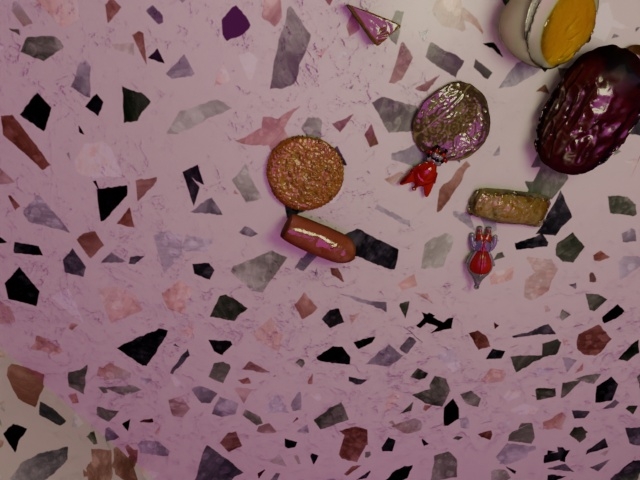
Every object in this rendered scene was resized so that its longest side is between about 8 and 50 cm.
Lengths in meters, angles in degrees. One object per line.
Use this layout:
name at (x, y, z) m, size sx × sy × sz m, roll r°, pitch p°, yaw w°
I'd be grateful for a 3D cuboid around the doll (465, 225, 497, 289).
doll at (0.555, 0.063, 1.850) m, size 0.102 × 0.075 × 0.228 m, roll 4°, pitch 106°, yaw 10°

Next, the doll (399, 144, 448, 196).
doll at (0.341, -0.223, 1.701) m, size 0.109 × 0.057 × 0.169 m, roll 23°, pitch 126°, yaw -15°

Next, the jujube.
jujube at (0.799, -0.381, 1.573) m, size 0.258 × 0.258 × 0.377 m, roll 15°, pitch 126°, yaw -11°

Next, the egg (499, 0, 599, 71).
egg at (0.625, -0.625, 1.486) m, size 0.286 × 0.174 × 0.264 m, roll -26°, pitch 129°, yaw -14°

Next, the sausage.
sausage at (0.000, 0.000, 1.761) m, size 0.259 × 0.113 × 0.114 m, roll 23°, pitch 112°, yaw -15°

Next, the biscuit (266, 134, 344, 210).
biscuit at (-0.048, -0.210, 1.701) m, size 0.254 × 0.035 × 0.254 m, roll -2°, pitch 116°, yaw -4°

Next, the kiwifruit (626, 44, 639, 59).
kiwifruit at (0.960, -0.536, 1.599) m, size 0.124 × 0.075 × 0.075 m, roll 31°, pitch 109°, yaw -13°

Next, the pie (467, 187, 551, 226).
pie at (0.638, -0.109, 1.781) m, size 0.282 × 0.068 × 0.129 m, roll 6°, pitch 116°, yaw -11°

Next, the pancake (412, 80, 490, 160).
pancake at (0.412, -0.362, 1.663) m, size 0.250 × 0.031 × 0.250 m, roll -2°, pitch 115°, yaw -3°

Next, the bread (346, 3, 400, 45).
bread at (0.147, -0.630, 1.496) m, size 0.084 × 0.074 × 0.139 m, roll -38°, pitch 110°, yaw 13°
